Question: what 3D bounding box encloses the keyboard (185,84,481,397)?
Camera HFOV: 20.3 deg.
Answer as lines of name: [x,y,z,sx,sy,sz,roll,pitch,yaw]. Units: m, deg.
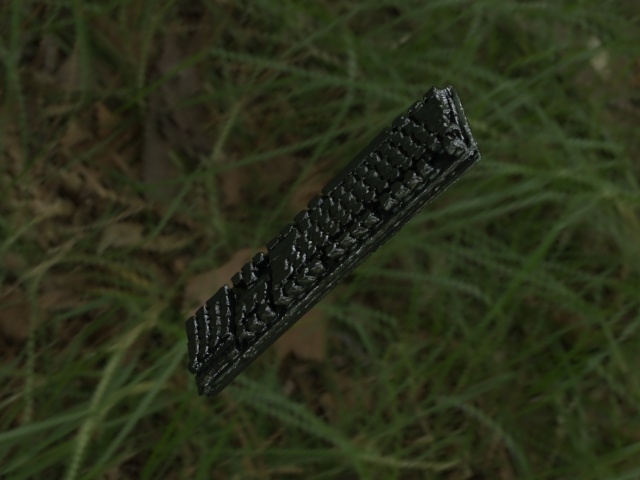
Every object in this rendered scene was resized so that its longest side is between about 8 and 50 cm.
keyboard: [-0.001,0.000,1.042,0.023,0.231,0.072,33,26,-32]
